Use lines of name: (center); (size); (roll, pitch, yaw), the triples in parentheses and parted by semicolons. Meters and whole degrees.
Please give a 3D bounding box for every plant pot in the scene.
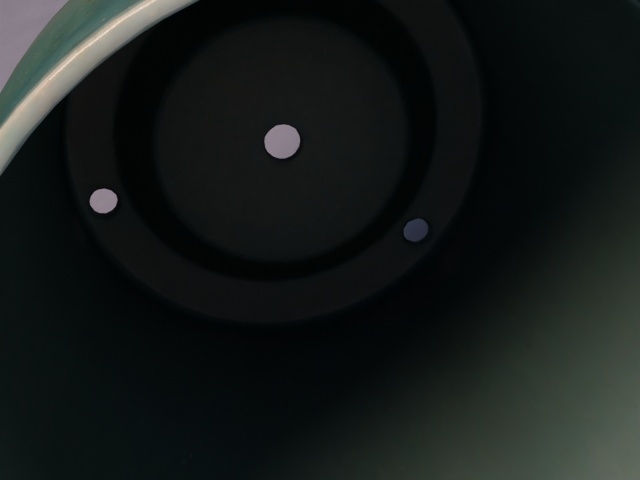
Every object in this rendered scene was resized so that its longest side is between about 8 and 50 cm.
plant pot: (0.000, 0.000, 0.629); (0.271, 0.271, 0.255); (-44, 23, 8)
